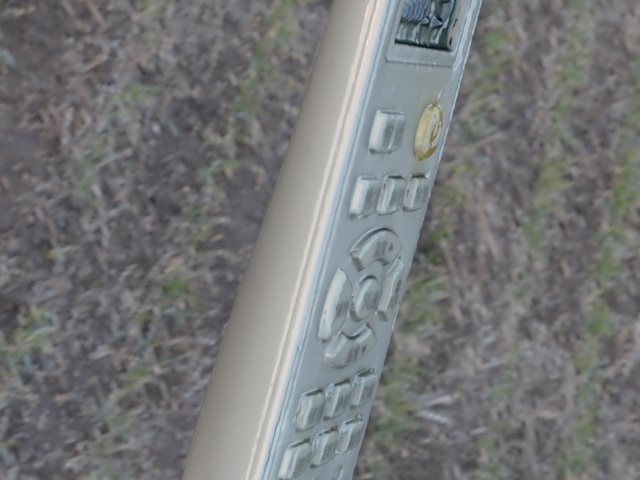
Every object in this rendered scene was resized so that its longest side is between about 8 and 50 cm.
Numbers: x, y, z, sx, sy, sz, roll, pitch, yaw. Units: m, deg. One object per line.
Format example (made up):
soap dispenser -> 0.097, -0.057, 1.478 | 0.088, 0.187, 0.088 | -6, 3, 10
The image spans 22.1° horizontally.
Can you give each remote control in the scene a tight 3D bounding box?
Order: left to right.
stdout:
remote control -> 0.000, 0.000, 0.654 | 0.109, 0.055, 0.313 | -7, 114, -67
